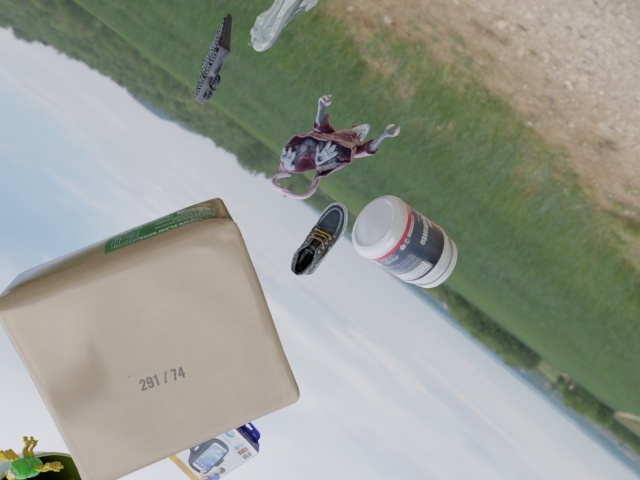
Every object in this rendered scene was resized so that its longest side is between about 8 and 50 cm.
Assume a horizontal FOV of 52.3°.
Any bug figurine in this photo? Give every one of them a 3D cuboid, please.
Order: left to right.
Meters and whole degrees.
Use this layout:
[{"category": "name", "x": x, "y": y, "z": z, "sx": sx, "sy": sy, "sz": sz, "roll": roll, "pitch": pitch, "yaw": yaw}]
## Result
[{"category": "bug figurine", "x": -0.497, "y": 0.436, "z": 1.123, "sx": 0.279, "sy": 0.072, "sz": 0.216, "roll": 40, "pitch": 172, "yaw": 14}]

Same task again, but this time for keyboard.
[{"category": "keyboard", "x": -0.189, "y": -0.301, "z": 1.131, "sx": 0.023, "sy": 0.108, "sz": 0.180, "roll": 8, "pitch": 160, "yaw": -21}]

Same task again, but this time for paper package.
[{"category": "paper package", "x": -0.233, "y": 0.137, "z": 0.929, "sx": 0.168, "sy": 0.325, "sz": 0.309, "roll": -133, "pitch": 24, "yaw": -68}]

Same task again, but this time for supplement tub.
[{"category": "supplement tub", "x": 0.242, "y": 0.008, "z": 1.862, "sx": 0.272, "sy": 0.191, "sz": 0.191, "roll": 30, "pitch": -174, "yaw": -34}]

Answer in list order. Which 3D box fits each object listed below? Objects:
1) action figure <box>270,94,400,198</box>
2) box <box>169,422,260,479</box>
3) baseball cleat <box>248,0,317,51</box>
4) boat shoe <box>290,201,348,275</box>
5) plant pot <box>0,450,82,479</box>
[{"category": "action figure", "x": 0.058, "y": -0.265, "z": 1.946, "sx": 0.248, "sy": 0.275, "sz": 0.370, "roll": 31, "pitch": -152, "yaw": 14}, {"category": "box", "x": -0.163, "y": 0.334, "z": 1.046, "sx": 0.081, "sy": 0.136, "sz": 0.028, "roll": 51, "pitch": -167, "yaw": -16}, {"category": "baseball cleat", "x": -0.069, "y": -0.478, "z": 1.378, "sx": 0.110, "sy": 0.206, "sz": 0.072, "roll": -16, "pitch": -109, "yaw": -41}, {"category": "boat shoe", "x": 0.000, "y": 0.000, "z": 1.431, "sx": 0.065, "sy": 0.183, "sz": 0.083, "roll": 30, "pitch": -172, "yaw": 10}, {"category": "plant pot", "x": -0.677, "y": 0.594, "z": 1.469, "sx": 0.294, "sy": 0.274, "sz": 0.275, "roll": -5, "pitch": 148, "yaw": 47}]
